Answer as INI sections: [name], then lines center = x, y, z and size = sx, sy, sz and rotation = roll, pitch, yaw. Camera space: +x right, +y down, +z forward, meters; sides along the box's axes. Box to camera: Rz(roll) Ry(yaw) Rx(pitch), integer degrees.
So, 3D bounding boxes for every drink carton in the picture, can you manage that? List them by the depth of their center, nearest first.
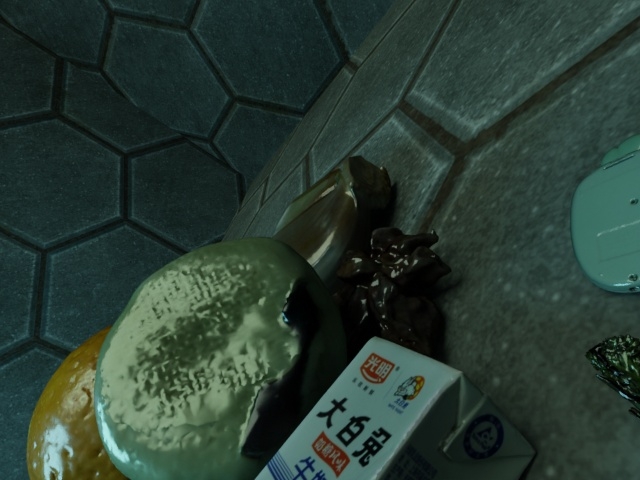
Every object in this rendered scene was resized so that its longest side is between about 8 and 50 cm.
[drink carton]
center = 0.005, 0.228, 0.314
size = 0.315, 0.106, 0.130
rotation = -47, 16, -16

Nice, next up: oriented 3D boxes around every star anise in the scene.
[star anise]
center = 0.064, 0.069, 0.540
size = 0.220, 0.099, 0.214
rotation = -31, 29, 56

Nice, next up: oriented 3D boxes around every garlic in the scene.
[garlic]
center = -0.001, -0.001, 0.785
size = 0.325, 0.132, 0.279
rotation = -47, 19, 25

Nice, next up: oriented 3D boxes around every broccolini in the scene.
[broccolini]
center = 0.199, 0.105, 0.229
size = 0.035, 0.030, 0.140
rotation = -46, 23, 20

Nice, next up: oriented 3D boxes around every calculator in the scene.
[calculator]
center = 0.246, -0.027, 0.337
size = 0.095, 0.021, 0.153
rotation = -33, 33, 53

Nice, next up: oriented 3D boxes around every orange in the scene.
[orange]
center = -0.255, 0.262, 0.667
size = 0.340, 0.340, 0.293
rotation = -42, 55, 41

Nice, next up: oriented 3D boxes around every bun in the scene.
[bun]
center = -0.098, 0.146, 0.491
size = 0.179, 0.283, 0.283
rotation = 67, -138, -56
